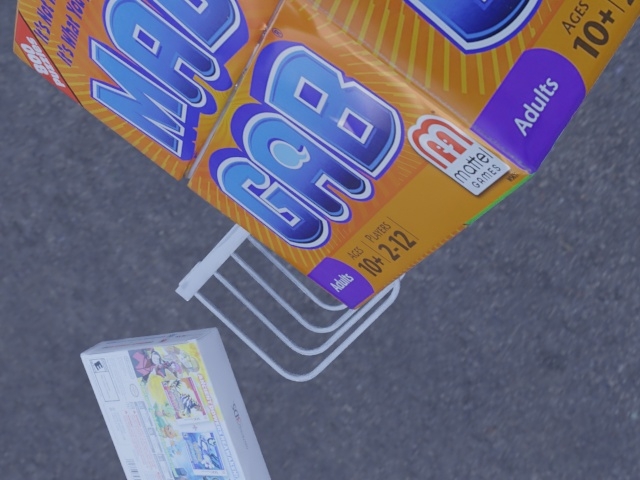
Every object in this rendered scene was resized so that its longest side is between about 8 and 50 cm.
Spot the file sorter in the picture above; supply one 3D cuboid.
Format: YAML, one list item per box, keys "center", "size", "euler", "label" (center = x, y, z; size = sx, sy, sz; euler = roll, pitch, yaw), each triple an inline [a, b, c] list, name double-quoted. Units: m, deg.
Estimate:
- center: [0.000, 0.000, 1.366]
  size: [0.173, 0.278, 0.193]
  euler: [43, 113, -4]
  label: "file sorter"

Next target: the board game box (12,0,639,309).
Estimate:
- center: [0.031, -0.225, 0.907]
  size: [0.356, 0.356, 0.356]
  euler: [37, 158, -3]
  label: "board game box"

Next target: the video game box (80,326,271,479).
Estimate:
- center: [-0.164, 0.205, 1.389]
  size: [0.187, 0.048, 0.205]
  euler: [-8, 105, 38]
  label: "video game box"
